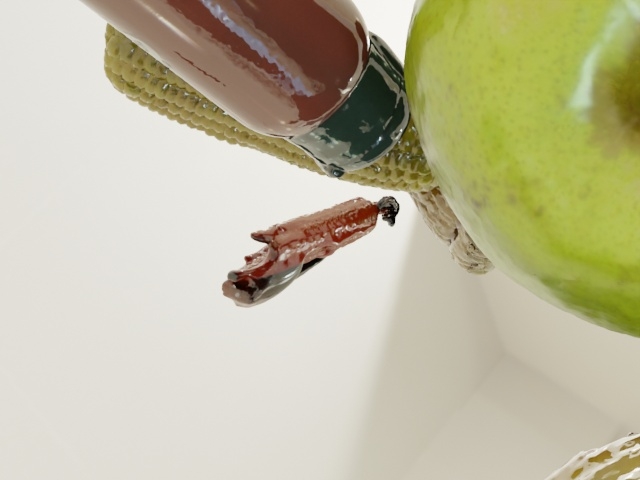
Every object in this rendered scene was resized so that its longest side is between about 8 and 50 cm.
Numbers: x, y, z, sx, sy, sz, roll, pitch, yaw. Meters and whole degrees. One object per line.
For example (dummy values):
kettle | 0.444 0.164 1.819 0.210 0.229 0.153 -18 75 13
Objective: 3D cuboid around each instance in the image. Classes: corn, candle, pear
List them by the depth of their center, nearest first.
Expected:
pear | 0.246 -0.118 0.860 0.391 0.391 0.391 35 -23 18
corn | -0.030 -0.136 1.158 0.344 0.131 0.131 21 -23 -2
candle | 0.000 0.000 1.423 0.059 0.301 0.084 32 -55 28

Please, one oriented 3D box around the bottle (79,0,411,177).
bottle | -0.064 -0.175 0.966 0.336 0.144 0.144 38 -17 -33

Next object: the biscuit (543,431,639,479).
biscuit | 0.237 0.269 1.000 0.104 0.429 0.446 63 -9 -2

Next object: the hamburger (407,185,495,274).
hamburger | 0.167 -0.063 1.514 0.183 0.130 0.206 101 -26 -73
